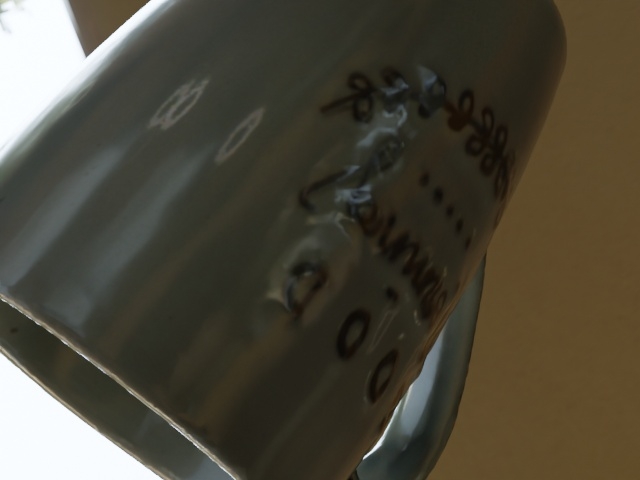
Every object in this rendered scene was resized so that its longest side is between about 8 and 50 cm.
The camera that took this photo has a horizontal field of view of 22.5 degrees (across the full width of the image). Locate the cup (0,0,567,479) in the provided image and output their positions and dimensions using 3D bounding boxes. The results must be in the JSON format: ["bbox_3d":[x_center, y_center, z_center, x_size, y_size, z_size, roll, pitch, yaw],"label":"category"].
[{"bbox_3d":[0.000,0.000,0.671,0.186,0.234,0.258,22,-24,46],"label":"cup"}]
